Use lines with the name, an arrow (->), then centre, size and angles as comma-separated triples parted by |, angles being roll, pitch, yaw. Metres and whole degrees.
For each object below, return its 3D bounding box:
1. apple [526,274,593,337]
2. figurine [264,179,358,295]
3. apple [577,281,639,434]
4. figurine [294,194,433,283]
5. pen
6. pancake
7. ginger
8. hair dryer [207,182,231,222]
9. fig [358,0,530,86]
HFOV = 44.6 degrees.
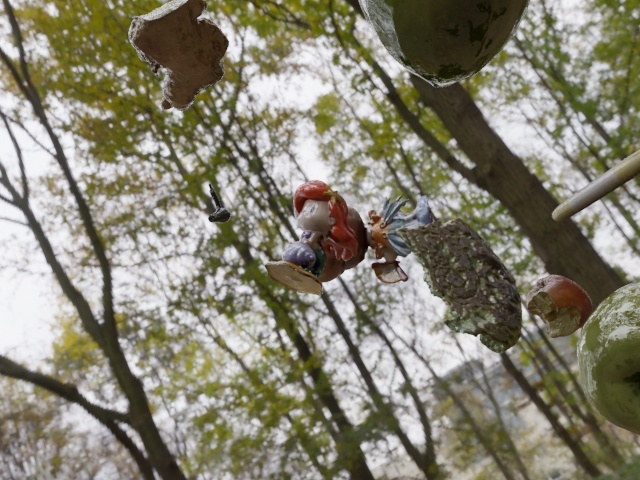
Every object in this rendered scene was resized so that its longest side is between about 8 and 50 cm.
apple -> 0.659, 0.174, 2.155 | 0.147, 0.158, 0.156 | -31, 6, -21
figurine -> -0.008, -0.002, 1.937 | 0.257, 0.208, 0.181 | -63, -2, -21
apple -> 0.742, 0.246, 1.689 | 0.358, 0.357, 0.357 | -24, -26, -12
figurine -> 0.131, -0.013, 2.249 | 0.389, 0.276, 0.248 | -7, -20, 4
pen -> 0.439, -0.085, 1.210 | 0.040, 0.032, 0.233 | -11, -17, -26
pancake -> 0.342, 0.101, 1.834 | 0.305, 0.426, 0.066 | 4, -47, -32
ginger -> -0.203, -0.277, 1.181 | 0.138, 0.074, 0.213 | -15, -35, 0
hair dryer -> -0.209, -0.072, 1.529 | 0.031, 0.083, 0.079 | -25, -1, 18
fig -> 0.206, -0.406, 1.314 | 0.316, 0.316, 0.316 | -24, -26, -12
